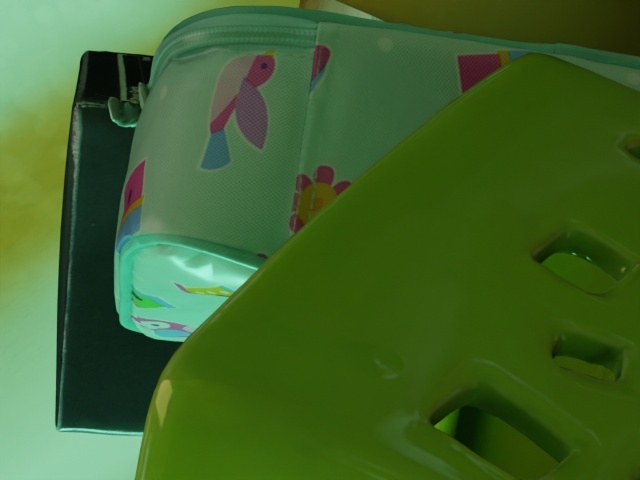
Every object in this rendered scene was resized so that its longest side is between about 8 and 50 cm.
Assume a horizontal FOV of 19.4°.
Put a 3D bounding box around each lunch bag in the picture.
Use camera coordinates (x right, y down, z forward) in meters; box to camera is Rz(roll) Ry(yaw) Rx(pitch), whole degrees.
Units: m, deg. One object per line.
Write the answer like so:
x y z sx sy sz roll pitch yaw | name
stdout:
0.052 -0.006 0.732 0.224 0.279 0.108 124 154 -79 | lunch bag

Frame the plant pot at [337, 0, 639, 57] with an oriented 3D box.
0.092 -0.206 0.809 0.254 0.254 0.239 -112 44 -74 | plant pot

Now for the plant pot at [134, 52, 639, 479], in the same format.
0.086 0.111 0.490 0.227 0.207 0.228 -42 -32 -54 | plant pot

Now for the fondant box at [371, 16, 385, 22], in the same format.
0.108 -0.278 1.199 0.238 0.096 0.330 -124 40 -78 | fondant box

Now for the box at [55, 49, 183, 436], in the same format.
0.000 0.000 1.074 0.296 0.294 0.183 -120 36 -78 | box
